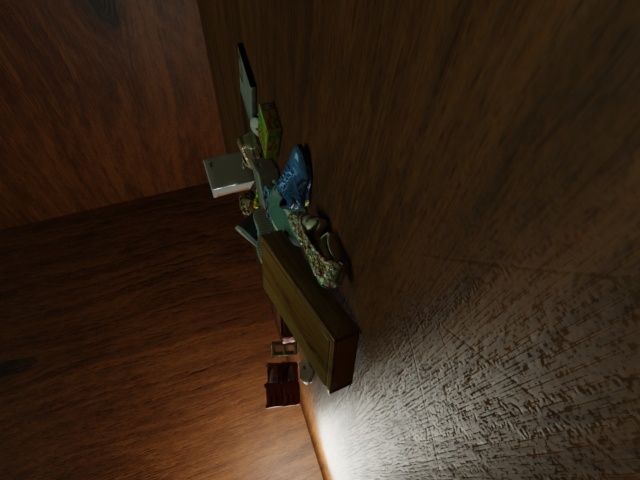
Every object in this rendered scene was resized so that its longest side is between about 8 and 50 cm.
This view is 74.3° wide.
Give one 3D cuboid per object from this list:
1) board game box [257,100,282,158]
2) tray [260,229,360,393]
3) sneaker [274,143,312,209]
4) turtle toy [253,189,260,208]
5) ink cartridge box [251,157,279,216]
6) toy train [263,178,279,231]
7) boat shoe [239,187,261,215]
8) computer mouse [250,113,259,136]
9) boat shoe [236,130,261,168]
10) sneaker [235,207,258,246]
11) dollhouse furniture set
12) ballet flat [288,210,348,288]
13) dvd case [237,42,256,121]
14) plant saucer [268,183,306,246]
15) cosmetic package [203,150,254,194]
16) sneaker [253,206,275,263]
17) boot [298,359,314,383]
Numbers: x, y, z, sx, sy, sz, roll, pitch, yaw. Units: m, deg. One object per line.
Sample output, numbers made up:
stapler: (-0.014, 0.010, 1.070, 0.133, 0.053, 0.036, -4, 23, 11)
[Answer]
board game box: (-0.153, -0.322, 1.252, 0.181, 0.043, 0.092, 128, 126, -74)
tray: (-0.046, 0.170, 1.105, 0.411, 0.076, 0.203, 48, 146, 43)
sneaker: (-0.068, -0.142, 1.016, 0.209, 0.082, 0.069, 98, 156, -57)
turtle toy: (-0.232, -0.183, 1.704, 0.130, 0.066, 0.095, 128, 150, -72)
ink cartridge box: (-0.182, -0.186, 1.470, 0.127, 0.072, 0.175, -121, 20, -52)
toy train: (-0.123, -0.104, 1.317, 0.105, 0.080, 0.184, 54, 155, 36)
boat shoe: (-0.318, -0.158, 1.991, 0.324, 0.119, 0.123, -134, 31, -66)
computer mouse: (-0.210, -0.380, 1.436, 0.193, 0.042, 0.106, -127, 24, -58)
boat shoe: (-0.292, -0.359, 1.706, 0.285, 0.089, 0.105, 120, 133, -73)
sneaker: (-0.203, -0.016, 1.741, 0.104, 0.147, 0.296, 29, 167, 50)
dollhouse furniture set: (-0.177, 0.522, 1.888, 0.201, 0.152, 0.374, -120, 28, -79)
ballet flat: (0.000, 0.000, 0.931, 0.077, 0.091, 0.241, -57, 45, 32)
dvd case: (-0.263, -0.548, 1.517, 0.253, 0.022, 0.180, 114, 139, -71)
plant saucer: (-0.102, -0.063, 1.200, 0.195, 0.037, 0.195, 36, 141, 36)
cosmetic package: (-0.493, -0.351, 2.287, 0.453, 0.230, 0.162, -176, 71, -78)
sneaker: (-0.155, 0.020, 1.518, 0.366, 0.135, 0.150, -107, 2, -52)
boot: (-0.056, 0.621, 1.918, 0.190, 0.069, 0.086, -125, 17, -80)
